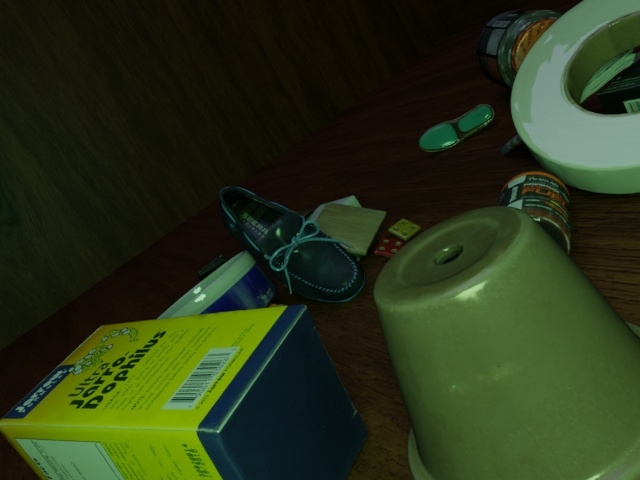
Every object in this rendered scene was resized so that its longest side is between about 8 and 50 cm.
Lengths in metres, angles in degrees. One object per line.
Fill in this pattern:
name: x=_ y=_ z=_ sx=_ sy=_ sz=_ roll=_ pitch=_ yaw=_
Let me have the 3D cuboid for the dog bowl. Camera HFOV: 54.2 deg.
dog bowl: x=-0.218 y=0.139 z=1.257 sx=0.264 sy=0.104 sz=0.265 roll=-38 pitch=7 yaw=6

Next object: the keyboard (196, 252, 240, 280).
keyboard: x=-0.218 y=0.063 z=1.447 sx=0.108 sy=0.023 sz=0.180 roll=-32 pitch=-12 yaw=0

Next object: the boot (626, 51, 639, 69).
boot: x=0.701 y=-0.386 z=1.260 sx=0.165 sy=0.077 sz=0.213 roll=-26 pitch=20 yaw=25

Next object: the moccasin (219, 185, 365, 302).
moccasin: x=-0.075 y=0.007 z=1.170 sx=0.341 sy=0.117 sz=0.138 roll=26 pitch=71 yaw=27

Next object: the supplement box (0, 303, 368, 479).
supplement box: x=-0.161 y=0.220 z=0.739 sx=0.356 sy=0.194 sz=0.195 roll=-9 pitch=26 yaw=32

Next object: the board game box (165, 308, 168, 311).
board game box: x=-0.279 y=0.149 z=1.540 sx=0.259 sy=0.039 sz=0.124 roll=-31 pitch=17 yaw=9

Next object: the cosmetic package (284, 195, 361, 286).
cosmetic package: x=0.000 y=0.000 z=1.390 sx=0.117 sy=0.086 sz=0.231 roll=-14 pitch=26 yaw=45

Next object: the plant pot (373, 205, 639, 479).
plant pot: x=0.160 y=0.103 z=0.557 sx=0.263 sy=0.229 sz=0.263 roll=-30 pitch=17 yaw=10

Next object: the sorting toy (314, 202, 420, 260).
sorting toy: x=0.061 y=-0.012 z=1.268 sx=0.274 sy=0.046 sz=0.132 roll=10 pitch=42 yaw=21

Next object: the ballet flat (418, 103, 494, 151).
ballet flat: x=0.357 y=-0.285 z=1.627 sx=0.206 sy=0.073 sz=0.067 roll=-22 pitch=-8 yaw=22

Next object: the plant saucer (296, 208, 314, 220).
plant saucer: x=-0.073 y=-0.009 z=1.480 sx=0.168 sy=0.029 sz=0.168 roll=-54 pitch=-9 yaw=-13

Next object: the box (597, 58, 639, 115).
box: x=0.593 y=-0.260 z=1.064 sx=0.158 sy=0.093 sz=0.156 roll=-37 pitch=17 yaw=-20

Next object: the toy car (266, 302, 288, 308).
toy car: x=-0.079 y=0.144 z=1.189 sx=0.060 sy=0.041 sz=0.122 roll=-35 pitch=16 yaw=-11

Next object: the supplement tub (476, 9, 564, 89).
supplement tub: x=0.534 y=-0.484 z=1.606 sx=0.207 sy=0.207 sz=0.338 roll=-29 pitch=18 yaw=10

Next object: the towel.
towel: x=0.469 y=-0.258 z=1.216 sx=0.209 sy=0.034 sz=0.285 roll=-38 pitch=-4 yaw=-2

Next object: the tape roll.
tape roll: x=0.489 y=-0.252 z=0.958 sx=0.391 sy=0.072 sz=0.392 roll=-24 pitch=47 yaw=28

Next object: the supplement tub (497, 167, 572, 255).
supplement tub: x=0.307 y=-0.036 z=0.905 sx=0.106 sy=0.106 sz=0.198 roll=-22 pitch=20 yaw=30
